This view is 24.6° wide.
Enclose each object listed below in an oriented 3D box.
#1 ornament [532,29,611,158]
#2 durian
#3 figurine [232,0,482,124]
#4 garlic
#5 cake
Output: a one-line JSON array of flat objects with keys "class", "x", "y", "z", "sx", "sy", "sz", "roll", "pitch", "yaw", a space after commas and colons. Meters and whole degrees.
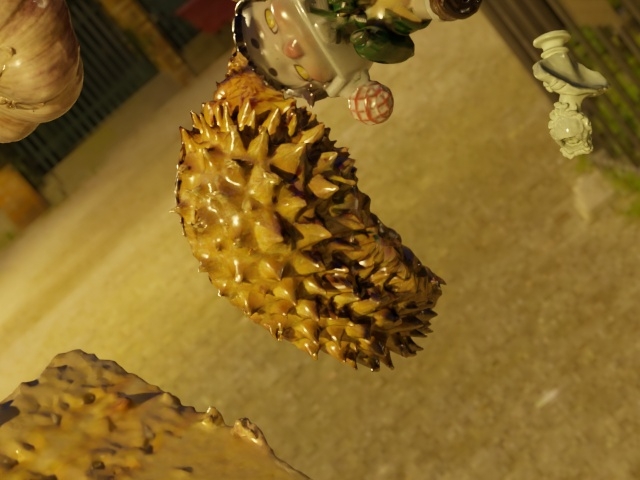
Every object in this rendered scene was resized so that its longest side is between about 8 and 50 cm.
[{"class": "ornament", "x": 0.190, "y": -0.117, "z": 1.128, "sx": 0.041, "sy": 0.068, "sz": 0.092, "roll": -28, "pitch": 42, "yaw": 52}, {"class": "durian", "x": 0.000, "y": 0.001, "z": 1.325, "sx": 0.112, "sy": 0.341, "sz": 0.191, "roll": -16, "pitch": 33, "yaw": 41}, {"class": "figurine", "x": 0.030, "y": -0.272, "z": 1.723, "sx": 0.370, "sy": 0.281, "sz": 0.167, "roll": -10, "pitch": 28, "yaw": 51}, {"class": "garlic", "x": -0.351, "y": -0.214, "z": 1.507, "sx": 0.245, "sy": 0.245, "sz": 0.160, "roll": -27, "pitch": 36, "yaw": 45}, {"class": "cake", "x": -0.116, "y": 0.249, "z": 0.913, "sx": 0.222, "sy": 0.286, "sz": 0.227, "roll": -41, "pitch": -28, "yaw": -53}]
